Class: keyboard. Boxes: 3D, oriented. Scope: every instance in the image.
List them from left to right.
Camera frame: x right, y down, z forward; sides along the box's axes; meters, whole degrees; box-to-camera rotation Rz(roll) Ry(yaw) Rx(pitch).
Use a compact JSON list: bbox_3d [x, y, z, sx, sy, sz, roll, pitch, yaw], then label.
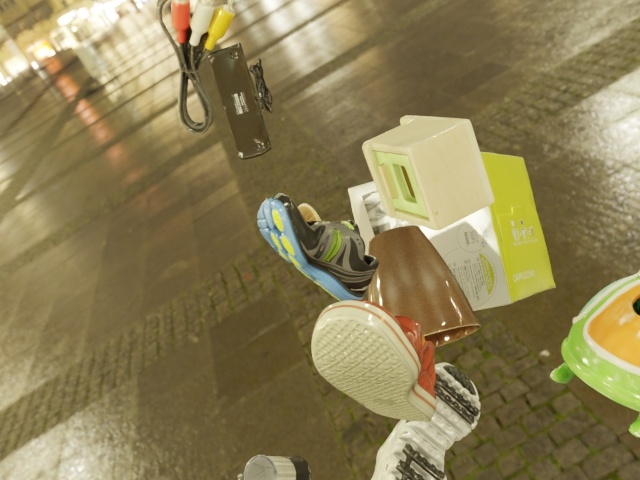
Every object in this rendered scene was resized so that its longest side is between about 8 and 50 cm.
[{"bbox_3d":[-0.122,-0.240,1.360,0.100,0.192,0.038,-9,13,30],"label":"keyboard"}]

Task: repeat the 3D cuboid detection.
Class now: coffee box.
[{"bbox_3d":[0.319,-0.001,1.874,0.334,0.338,0.337,-15,-5,31],"label":"coffee box"}]

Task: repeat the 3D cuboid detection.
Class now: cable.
[{"bbox_3d":[-0.240,-0.327,1.431,0.139,0.287,0.072,10,26,-8],"label":"cable"}]

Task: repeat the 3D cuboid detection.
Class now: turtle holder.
[{"bbox_3d":[0.564,0.178,1.317,0.228,0.320,0.243,-69,26,14],"label":"turtle holder"}]

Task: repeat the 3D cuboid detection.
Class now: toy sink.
[{"bbox_3d":[0.170,-0.123,1.387,0.131,0.153,0.234,-26,19,-15],"label":"toy sink"}]

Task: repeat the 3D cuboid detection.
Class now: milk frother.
[{"bbox_3d":[-0.095,0.535,1.675,0.129,0.134,0.143,-36,60,21],"label":"milk frother"}]

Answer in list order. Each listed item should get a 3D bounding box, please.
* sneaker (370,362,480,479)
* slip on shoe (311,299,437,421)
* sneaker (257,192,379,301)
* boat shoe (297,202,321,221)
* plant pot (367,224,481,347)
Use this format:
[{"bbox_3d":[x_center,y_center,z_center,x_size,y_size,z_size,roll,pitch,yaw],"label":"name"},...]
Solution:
[{"bbox_3d":[0.143,0.288,1.154,0.118,0.110,0.292,-48,-1,41],"label":"sneaker"},{"bbox_3d":[0.074,0.131,0.934,0.123,0.331,0.101,2,67,21],"label":"slip on shoe"},{"bbox_3d":[0.000,0.000,0.845,0.067,0.188,0.078,31,82,46],"label":"sneaker"},{"bbox_3d":[-0.008,-0.004,1.711,0.063,0.170,0.059,-15,19,12],"label":"boat shoe"},{"bbox_3d":[0.178,0.095,1.574,0.215,0.231,0.215,-15,-16,-5],"label":"plant pot"}]
